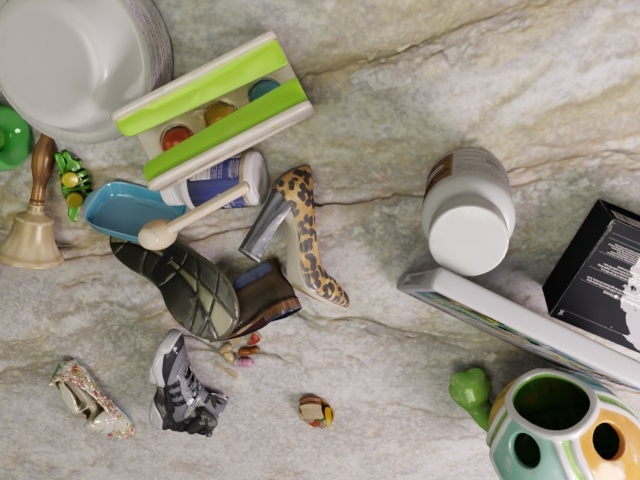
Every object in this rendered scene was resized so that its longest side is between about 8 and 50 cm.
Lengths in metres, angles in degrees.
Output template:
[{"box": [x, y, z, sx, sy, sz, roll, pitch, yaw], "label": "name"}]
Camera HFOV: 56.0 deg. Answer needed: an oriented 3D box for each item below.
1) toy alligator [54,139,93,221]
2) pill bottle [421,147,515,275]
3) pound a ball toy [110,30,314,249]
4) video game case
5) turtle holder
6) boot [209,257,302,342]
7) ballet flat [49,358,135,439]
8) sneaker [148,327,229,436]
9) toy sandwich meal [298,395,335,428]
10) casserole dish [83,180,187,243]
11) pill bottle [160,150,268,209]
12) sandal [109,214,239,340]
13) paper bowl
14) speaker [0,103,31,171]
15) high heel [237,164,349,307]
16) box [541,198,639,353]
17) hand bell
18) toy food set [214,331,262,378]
[{"box": [-0.451, -0.126, 1.099, 0.052, 0.056, 0.189, -15, 116, -26], "label": "toy alligator"}, {"box": [0.214, -0.044, 0.878, 0.131, 0.229, 0.131, 5, 115, 11], "label": "pill bottle"}, {"box": [-0.161, -0.145, 0.927, 0.319, 0.136, 0.208, -27, 93, 4], "label": "pound a ball toy"}, {"box": [0.291, 0.129, 0.922, 0.329, 0.300, 0.036, 26, 85, 1], "label": "video game case"}, {"box": [0.387, 0.312, 1.007, 0.244, 0.320, 0.227, -28, 122, 2], "label": "turtle holder"}, {"box": [-0.137, 0.118, 1.135, 0.219, 0.082, 0.106, -27, 78, 28], "label": "boot"}, {"box": [-0.510, 0.367, 1.327, 0.091, 0.077, 0.241, -30, 105, 23], "label": "ballet flat"}, {"box": [-0.262, 0.298, 1.227, 0.153, 0.101, 0.268, 16, 123, 5], "label": "sneaker"}, {"box": [-0.010, 0.354, 1.230, 0.086, 0.029, 0.085, 5, 116, 11], "label": "toy sandwich meal"}, {"box": [-0.328, -0.044, 1.079, 0.189, 0.114, 0.037, 15, 141, 5], "label": "casserole dish"}, {"box": [-0.181, -0.098, 1.021, 0.170, 0.094, 0.094, -3, 114, 15], "label": "pill bottle"}, {"box": [-0.260, 0.058, 1.118, 0.303, 0.086, 0.120, 42, 94, 13], "label": "sandal"}, {"box": [-0.393, -0.290, 0.953, 0.285, 0.148, 0.284, 5, 114, 11], "label": "paper bowl"}, {"box": [-0.685, -0.184, 1.082, 0.297, 0.131, 0.131, 2, 115, 12], "label": "speaker"}, {"box": [0.000, 0.000, 1.049, 0.261, 0.093, 0.186, 37, 78, -35], "label": "high heel"}, {"box": [0.514, 0.076, 0.937, 0.262, 0.103, 0.184, 23, 115, 1], "label": "box"}, {"box": [-0.524, -0.080, 1.122, 0.126, 0.126, 0.241, 18, 105, 4], "label": "hand bell"}, {"box": [-0.157, 0.217, 1.208, 0.078, 0.019, 0.122, 36, 109, -4], "label": "toy food set"}]
